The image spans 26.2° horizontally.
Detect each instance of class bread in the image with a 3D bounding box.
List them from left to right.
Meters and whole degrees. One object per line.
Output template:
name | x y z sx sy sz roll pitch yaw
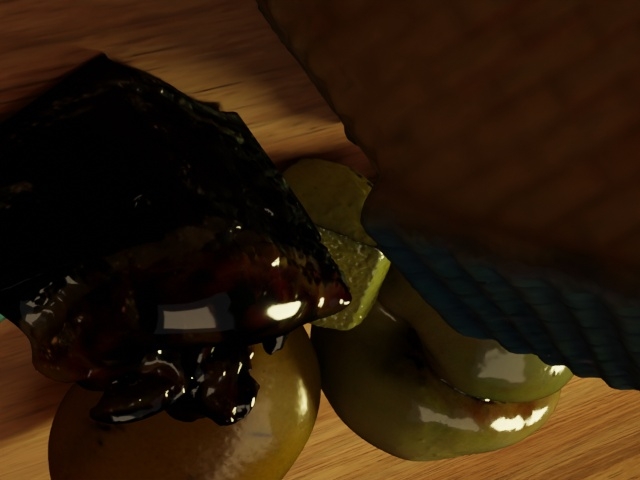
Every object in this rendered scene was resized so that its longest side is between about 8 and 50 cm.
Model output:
bread | 0.000 0.000 1.161 0.129 0.111 0.114 18 137 -10

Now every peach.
peach | 0.131 0.069 1.311 0.292 0.247 0.292 -51 165 -20

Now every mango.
mango | -0.121 0.163 1.274 0.211 0.173 0.317 31 119 -17

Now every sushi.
sushi | -0.104 0.018 0.935 0.215 0.212 0.227 -37 152 -5

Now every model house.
model house | 0.241 -0.094 0.884 0.445 0.400 0.395 -31 155 3

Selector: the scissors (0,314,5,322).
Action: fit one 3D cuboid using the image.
scissors | -0.271 0.047 1.041 0.392 0.032 0.180 -10 149 -38
